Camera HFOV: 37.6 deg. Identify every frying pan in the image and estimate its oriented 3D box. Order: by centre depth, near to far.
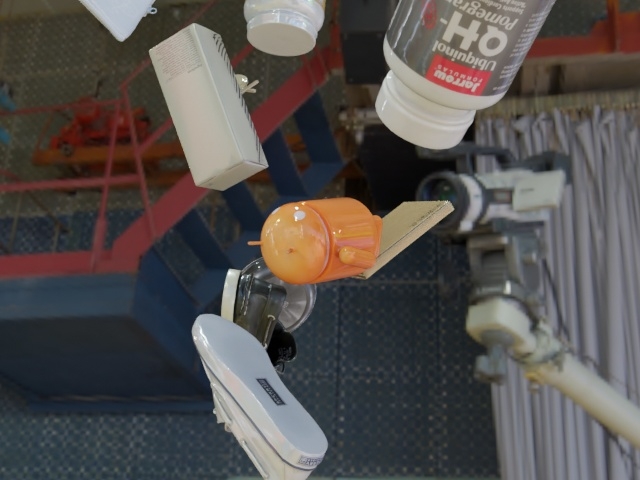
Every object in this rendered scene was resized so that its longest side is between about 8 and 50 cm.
[{"bbox_3d":[-0.050,0.084,2.037,0.326,0.053,0.197,-41,-62,-2],"label":"frying pan"}]

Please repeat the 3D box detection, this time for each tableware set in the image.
[{"bbox_3d":[-0.248,-0.326,2.198,0.128,0.194,0.039,27,-35,42],"label":"tableware set"}]

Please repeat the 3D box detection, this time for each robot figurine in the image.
[{"bbox_3d":[0.001,0.000,1.428,0.219,0.158,0.128,-8,-31,-44],"label":"robot figurine"}]

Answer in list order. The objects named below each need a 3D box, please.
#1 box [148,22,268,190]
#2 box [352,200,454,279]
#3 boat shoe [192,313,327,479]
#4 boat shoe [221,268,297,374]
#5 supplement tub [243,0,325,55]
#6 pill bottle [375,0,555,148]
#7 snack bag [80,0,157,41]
[{"bbox_3d":[-0.199,-0.235,1.673,0.113,0.275,0.094,-24,-12,22],"label":"box"},{"bbox_3d":[0.112,-0.004,1.613,0.021,0.201,0.164,57,-18,-14],"label":"box"},{"bbox_3d":[-0.093,0.192,1.122,0.095,0.258,0.084,12,-62,-42],"label":"boat shoe"},{"bbox_3d":[-0.094,0.171,1.560,0.113,0.127,0.340,5,-43,4],"label":"boat shoe"},{"bbox_3d":[-0.060,-0.447,1.678,0.144,0.200,0.144,5,-16,1],"label":"supplement tub"},{"bbox_3d":[0.184,-0.278,1.184,0.176,0.176,0.319,10,-49,-16],"label":"pill bottle"},{"bbox_3d":[-0.396,-0.500,1.572,0.037,0.343,0.323,-33,-63,26],"label":"snack bag"}]
